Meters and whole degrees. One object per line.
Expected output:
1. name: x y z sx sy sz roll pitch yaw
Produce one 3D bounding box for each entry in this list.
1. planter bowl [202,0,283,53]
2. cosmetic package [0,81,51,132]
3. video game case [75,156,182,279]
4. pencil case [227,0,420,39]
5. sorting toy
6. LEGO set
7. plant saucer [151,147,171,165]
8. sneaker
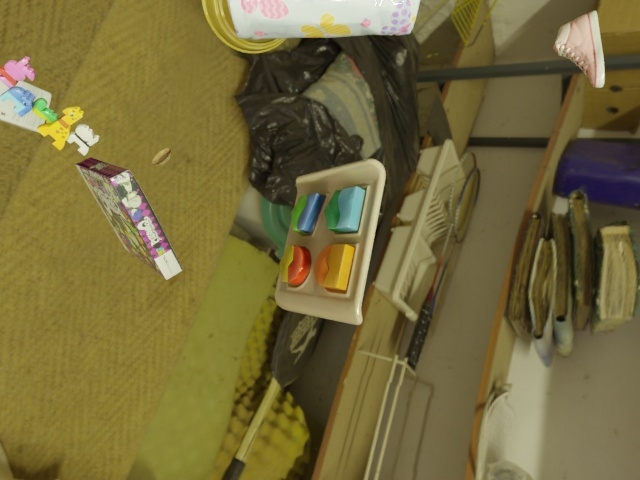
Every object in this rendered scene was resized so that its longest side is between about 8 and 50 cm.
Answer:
1. planter bowl: -0.122 -0.480 0.848 0.217 0.090 0.217 -17 134 -18
2. cosmetic package: -0.822 -0.367 1.051 0.231 0.085 0.117 12 93 -68
3. video game case: -0.370 -0.048 0.803 0.042 0.232 0.210 -37 126 -29
4. pencil case: 0.002 -0.349 0.581 0.113 0.273 0.124 153 -65 -85
5. sorting toy: 0.000 0.000 0.580 0.038 0.193 0.208 14 81 -36
6. LEGO set: -0.546 -0.270 0.861 0.227 0.093 0.087 54 9 -43
7. plant saucer: -0.535 -0.281 1.423 0.015 0.083 0.083 50 56 -44
8. sneaker: 0.445 -0.319 0.721 0.051 0.070 0.134 10 75 -56
